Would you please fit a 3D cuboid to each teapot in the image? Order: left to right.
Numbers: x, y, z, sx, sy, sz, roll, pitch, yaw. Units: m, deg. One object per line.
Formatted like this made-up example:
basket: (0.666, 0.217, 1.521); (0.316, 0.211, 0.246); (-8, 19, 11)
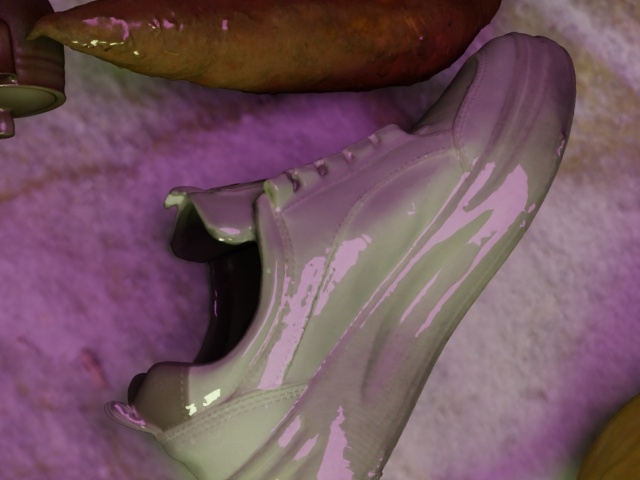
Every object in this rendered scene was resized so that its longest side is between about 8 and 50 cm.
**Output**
teapot: (-0.178, -0.088, 0.877); (0.110, 0.085, 0.080); (-5, 80, -7)

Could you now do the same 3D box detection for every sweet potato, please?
sweet potato: (-0.011, -0.104, 0.945); (0.314, 0.066, 0.072); (-10, 128, -38)

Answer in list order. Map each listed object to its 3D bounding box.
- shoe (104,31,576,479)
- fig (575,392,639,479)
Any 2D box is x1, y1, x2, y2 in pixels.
shoe: (0.000, 0.000, 0.929); (0.159, 0.124, 0.316); (32, 69, -11)
fig: (0.182, 0.147, 0.997); (0.257, 0.159, 0.159); (-7, 85, -10)
